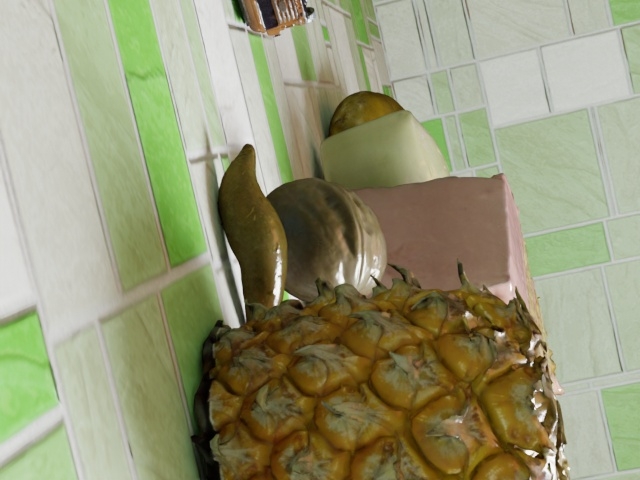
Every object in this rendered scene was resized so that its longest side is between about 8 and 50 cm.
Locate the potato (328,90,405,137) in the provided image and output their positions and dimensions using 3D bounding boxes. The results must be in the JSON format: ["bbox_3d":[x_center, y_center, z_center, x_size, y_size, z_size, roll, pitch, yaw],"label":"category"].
[{"bbox_3d":[0.103,-0.159,2.271,0.195,0.176,0.369,-61,157,0],"label":"potato"}]

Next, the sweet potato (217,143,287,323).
[{"bbox_3d":[-0.063,0.023,1.278,0.069,0.059,0.249,-15,-95,62],"label":"sweet potato"}]

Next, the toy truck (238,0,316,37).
[{"bbox_3d":[-0.066,-0.341,1.647,0.192,0.092,0.083,-103,176,-55],"label":"toy truck"}]

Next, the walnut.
[{"bbox_3d":[-0.001,0.001,1.417,0.162,0.140,0.140,65,4,22],"label":"walnut"}]

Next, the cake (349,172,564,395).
[{"bbox_3d":[0.157,0.105,1.742,0.293,0.314,0.307,-87,164,-53],"label":"cake"}]

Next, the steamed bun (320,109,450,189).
[{"bbox_3d":[0.107,-0.064,1.971,0.155,0.200,0.250,-75,148,-69],"label":"steamed bun"}]

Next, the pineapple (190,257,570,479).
[{"bbox_3d":[0.067,0.188,1.126,0.352,0.300,0.352,-11,90,-83],"label":"pineapple"}]
